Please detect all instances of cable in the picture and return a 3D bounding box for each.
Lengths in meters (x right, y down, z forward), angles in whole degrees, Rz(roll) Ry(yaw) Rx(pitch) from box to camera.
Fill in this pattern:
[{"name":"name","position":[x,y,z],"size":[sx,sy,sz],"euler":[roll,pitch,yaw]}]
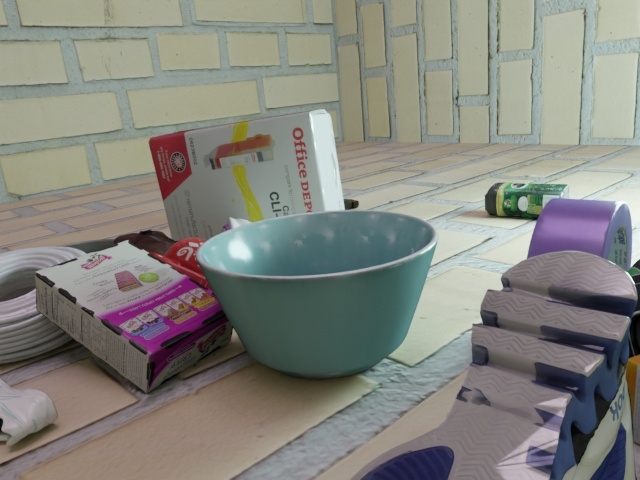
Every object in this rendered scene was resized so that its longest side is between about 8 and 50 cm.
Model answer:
[{"name":"cable","position":[-0.486,0.094,0.860],"size":[0.257,0.089,0.257],"euler":[-1,28,1]}]

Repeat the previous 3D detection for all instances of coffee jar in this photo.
[{"name":"coffee jar","position":[0.497,-0.097,1.300],"size":[0.185,0.079,0.096],"euler":[7,23,34]}]

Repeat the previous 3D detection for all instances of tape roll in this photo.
[{"name":"tape roll","position":[0.322,0.043,0.665],"size":[0.080,0.188,0.189],"euler":[7,20,38]}]

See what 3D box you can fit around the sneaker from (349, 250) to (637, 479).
[{"name":"sneaker","position":[0.145,0.177,0.380],"size":[0.315,0.182,0.127],"euler":[-47,32,-22]}]

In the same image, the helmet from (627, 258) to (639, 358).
[{"name":"helmet","position":[0.399,0.077,0.566],"size":[0.170,0.161,0.169],"euler":[-5,16,1]}]

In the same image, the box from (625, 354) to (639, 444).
[{"name":"box","position":[0.323,0.160,0.451],"size":[0.028,0.081,0.136],"euler":[-12,17,-24]}]

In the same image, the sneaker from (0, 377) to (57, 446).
[{"name":"sneaker","position":[-0.379,0.193,0.616],"size":[0.152,0.053,0.061],"euler":[3,20,24]}]

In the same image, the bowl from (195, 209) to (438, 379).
[{"name":"bowl","position":[0.001,0.070,0.721],"size":[0.312,0.163,0.311],"euler":[-5,17,1]}]

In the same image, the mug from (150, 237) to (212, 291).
[{"name":"mug","position":[-0.196,0.072,0.888],"size":[0.150,0.113,0.169],"euler":[-12,21,-38]}]

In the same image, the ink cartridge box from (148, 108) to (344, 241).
[{"name":"ink cartridge box","position":[-0.160,-0.135,1.235],"size":[0.385,0.279,0.160],"euler":[-6,14,15]}]

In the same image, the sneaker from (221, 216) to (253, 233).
[{"name":"sneaker","position":[-0.106,0.033,1.040],"size":[0.152,0.114,0.305],"euler":[2,15,-27]}]

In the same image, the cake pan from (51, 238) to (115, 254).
[{"name":"cake pan","position":[-0.512,0.061,1.121],"size":[0.293,0.054,0.293],"euler":[-5,16,1]}]

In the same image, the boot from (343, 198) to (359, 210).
[{"name":"boot","position":[0.038,-0.107,1.564],"size":[0.114,0.037,0.106],"euler":[11,9,36]}]

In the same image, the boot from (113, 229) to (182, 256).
[{"name":"boot","position":[-0.339,0.042,1.021],"size":[0.207,0.090,0.248],"euler":[21,18,35]}]

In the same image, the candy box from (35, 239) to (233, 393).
[{"name":"candy box","position":[-0.260,0.096,0.759],"size":[0.233,0.071,0.159],"euler":[27,30,24]}]
